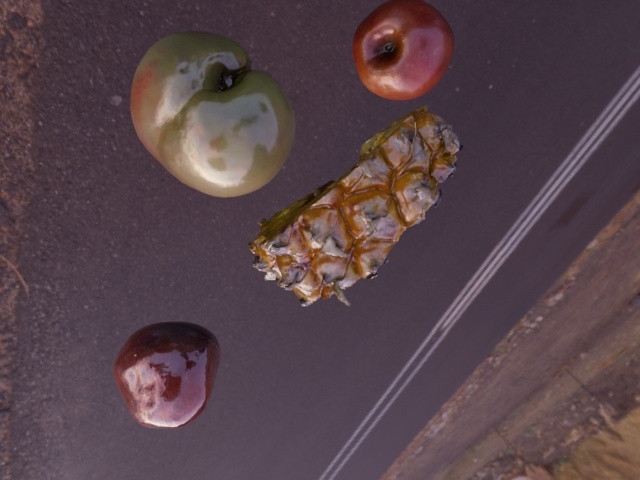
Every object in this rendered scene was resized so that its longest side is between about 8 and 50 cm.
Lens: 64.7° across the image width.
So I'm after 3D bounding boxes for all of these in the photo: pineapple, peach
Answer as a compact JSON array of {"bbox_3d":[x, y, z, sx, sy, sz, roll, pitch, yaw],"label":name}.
[{"bbox_3d":[0.008,-0.010,0.419,0.079,0.135,0.233,39,133,-14],"label":"pineapple"},{"bbox_3d":[-0.203,0.182,0.714,0.152,0.152,0.152,-25,143,-21],"label":"peach"},{"bbox_3d":[-0.189,-0.208,0.881,0.292,0.292,0.247,83,24,-51],"label":"peach"}]

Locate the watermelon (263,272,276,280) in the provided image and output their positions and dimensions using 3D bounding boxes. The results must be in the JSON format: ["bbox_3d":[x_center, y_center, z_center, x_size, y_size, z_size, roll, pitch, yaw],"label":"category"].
[{"bbox_3d":[-0.004,-0.005,0.844,0.119,0.063,0.245,-6,155,-45],"label":"watermelon"}]

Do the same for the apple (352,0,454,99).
[{"bbox_3d":[0.184,-0.428,1.138,0.201,0.218,0.218,-20,145,-57],"label":"apple"}]
